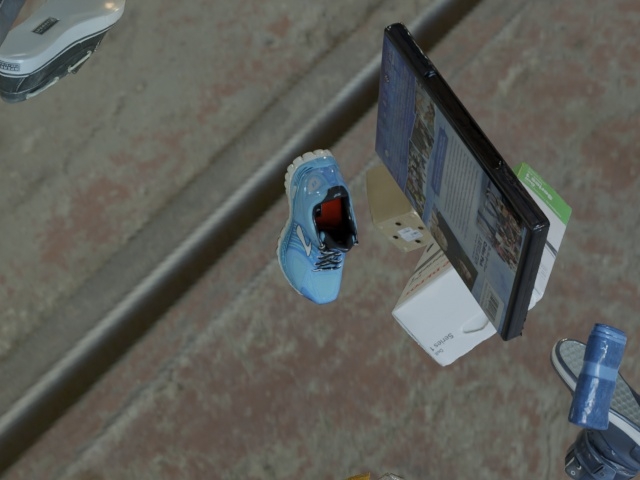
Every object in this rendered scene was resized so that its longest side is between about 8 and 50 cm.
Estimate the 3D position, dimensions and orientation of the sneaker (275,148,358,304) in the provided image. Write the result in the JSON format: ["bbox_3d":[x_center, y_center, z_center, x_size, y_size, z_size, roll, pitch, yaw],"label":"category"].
[{"bbox_3d":[0.000,0.000,1.198,0.063,0.162,0.073,-18,41,-18],"label":"sneaker"}]

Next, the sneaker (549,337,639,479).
[{"bbox_3d":[0.366,0.247,1.799,0.226,0.163,0.086,43,46,-4],"label":"sneaker"}]

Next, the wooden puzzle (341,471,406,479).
[{"bbox_3d":[0.087,0.286,1.481,0.116,0.078,0.014,30,50,-23],"label":"wooden puzzle"}]

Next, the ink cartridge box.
[{"bbox_3d":[0.190,0.024,1.509,0.092,0.160,0.219,46,31,-7],"label":"ink cartridge box"}]

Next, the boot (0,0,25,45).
[{"bbox_3d":[-0.280,-0.230,1.206,0.076,0.189,0.208,-13,50,30],"label":"boot"}]

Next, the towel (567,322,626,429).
[{"bbox_3d":[0.317,0.157,1.486,0.029,0.067,0.119,13,85,37],"label":"towel"}]

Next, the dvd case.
[{"bbox_3d":[0.120,-0.053,1.176,0.022,0.180,0.253,-22,58,-16],"label":"dvd case"}]

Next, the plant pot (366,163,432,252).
[{"bbox_3d":[0.130,-0.048,1.857,0.109,0.109,0.096,-21,43,37],"label":"plant pot"}]

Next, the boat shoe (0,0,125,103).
[{"bbox_3d":[-0.311,-0.234,1.548,0.078,0.070,0.219,24,42,20],"label":"boat shoe"}]
